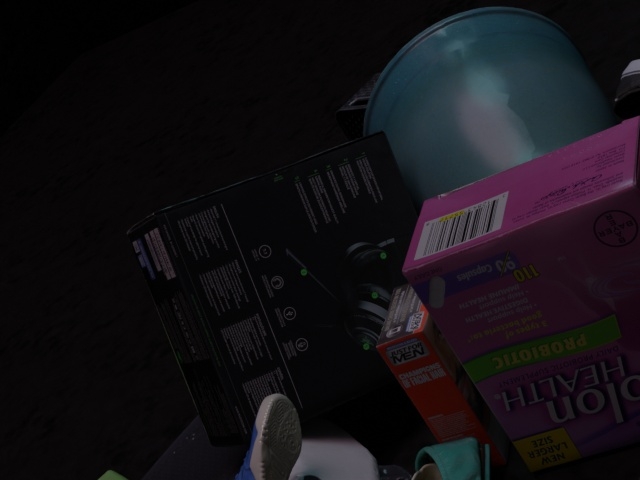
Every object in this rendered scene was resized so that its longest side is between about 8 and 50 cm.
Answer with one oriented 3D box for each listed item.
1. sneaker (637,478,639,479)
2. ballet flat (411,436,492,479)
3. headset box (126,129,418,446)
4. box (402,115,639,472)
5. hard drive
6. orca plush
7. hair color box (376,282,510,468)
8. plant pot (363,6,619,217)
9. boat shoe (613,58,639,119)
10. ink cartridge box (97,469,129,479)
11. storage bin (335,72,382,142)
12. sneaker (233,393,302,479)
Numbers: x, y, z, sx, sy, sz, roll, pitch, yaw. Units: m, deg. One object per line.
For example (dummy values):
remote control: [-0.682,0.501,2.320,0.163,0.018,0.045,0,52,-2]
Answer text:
sneaker: [0.266,0.196,1.056,0.235,0.094,0.153,-19,25,32]
ballet flat: [0.111,0.247,1.167,0.087,0.083,0.247,-7,21,3]
headset box: [-0.016,0.046,1.432,0.283,0.246,0.131,-23,1,-22]
box: [0.226,0.053,1.199,0.213,0.243,0.117,-21,26,27]
hard drive: [-0.097,0.235,1.521,0.172,0.054,0.255,-5,36,50]
orca plush: [0.021,0.267,1.304,0.151,0.102,0.287,5,15,-31]
hair color box: [0.121,0.126,1.295,0.053,0.167,0.093,-22,26,28]
plant pot: [0.209,-0.072,1.481,0.271,0.272,0.255,-32,36,6]
boat shoe: [0.426,-0.170,1.606,0.228,0.080,0.076,8,64,54]
ink cartridge box: [-0.127,0.333,1.077,0.207,0.119,0.353,-41,32,-24]
storage bin: [0.118,-0.122,1.780,0.084,0.180,0.122,-46,25,-26]
sneaker: [-0.066,0.214,1.249,0.084,0.058,0.152,-14,64,38]
